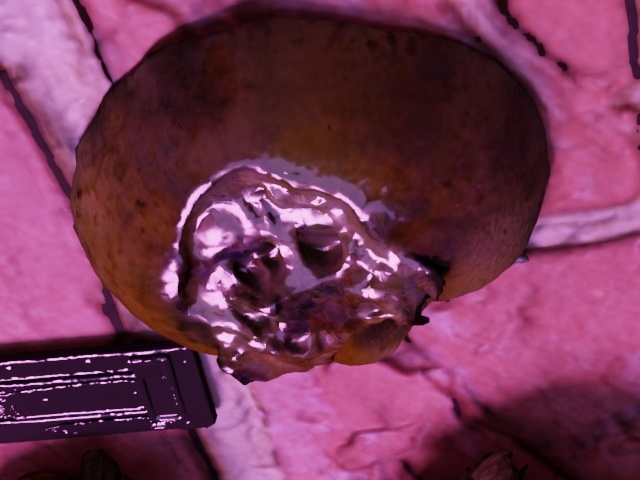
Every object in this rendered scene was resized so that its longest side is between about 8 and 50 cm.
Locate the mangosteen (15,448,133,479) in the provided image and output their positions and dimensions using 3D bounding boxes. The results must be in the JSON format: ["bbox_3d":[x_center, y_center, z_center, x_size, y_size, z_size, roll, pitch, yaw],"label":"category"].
[{"bbox_3d":[-0.124,0.170,0.982,0.140,0.140,0.140,1,136,1],"label":"mangosteen"}]

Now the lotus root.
[{"bbox_3d":[-0.004,-0.001,0.822,0.204,0.078,0.183,6,136,-6],"label":"lotus root"}]

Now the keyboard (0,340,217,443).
[{"bbox_3d":[-0.155,0.076,0.950,0.204,0.013,0.061,-5,135,8],"label":"keyboard"}]

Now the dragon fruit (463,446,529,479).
[{"bbox_3d":[0.097,0.208,0.963,0.189,0.182,0.182,31,129,-28],"label":"dragon fruit"}]
